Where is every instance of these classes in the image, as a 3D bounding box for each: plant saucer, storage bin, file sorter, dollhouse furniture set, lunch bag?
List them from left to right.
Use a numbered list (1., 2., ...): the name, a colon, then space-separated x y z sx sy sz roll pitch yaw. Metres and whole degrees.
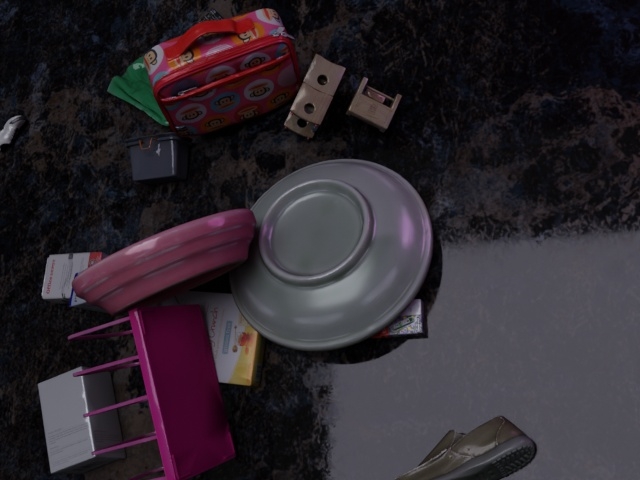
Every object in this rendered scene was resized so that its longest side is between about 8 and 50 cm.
1. file sorter: -0.307 0.280 1.315 0.182 0.202 0.290 -19 80 20
2. storage bin: -0.347 -0.173 1.579 0.135 0.098 0.091 -6 81 18
3. plant saucer: -0.257 0.046 1.286 0.332 0.332 0.084 -24 87 11
4. lunch bag: -0.192 -0.339 1.459 0.293 0.258 0.120 -22 68 -3
5. plant saucer: 0.000 0.000 1.351 0.401 0.100 0.400 -10 59 17
6. dollhouse furniture set: 0.039 -0.254 1.465 0.184 0.129 0.129 25 82 -5

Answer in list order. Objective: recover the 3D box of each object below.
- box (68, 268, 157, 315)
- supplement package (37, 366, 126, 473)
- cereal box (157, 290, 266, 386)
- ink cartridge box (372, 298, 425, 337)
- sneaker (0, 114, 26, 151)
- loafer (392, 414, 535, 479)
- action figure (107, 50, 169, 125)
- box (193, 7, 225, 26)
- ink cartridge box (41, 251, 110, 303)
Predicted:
1. box: -0.408 0.099 1.463 0.137 0.126 0.072 -16 65 46
2. supplement package: -0.465 0.351 1.439 0.105 0.105 0.179 -22 67 13
3. cereal box: -0.222 0.187 1.435 0.240 0.047 0.173 1 76 20
4. ink cartridge box: 0.129 0.143 1.334 0.115 0.029 0.062 -6 71 17
5. sneaker: -0.747 -0.257 1.780 0.109 0.040 0.043 -42 81 7
6. loafer: 0.222 0.366 1.207 0.251 0.094 0.087 -24 42 1
7. action figure: -0.359 -0.317 1.641 0.137 0.063 0.232 -47 60 -2
8. box: -0.242 -0.481 1.676 0.067 0.018 0.083 -44 64 2
9. ink cartridge box: -0.513 0.081 1.571 0.135 0.056 0.099 -3 72 18
